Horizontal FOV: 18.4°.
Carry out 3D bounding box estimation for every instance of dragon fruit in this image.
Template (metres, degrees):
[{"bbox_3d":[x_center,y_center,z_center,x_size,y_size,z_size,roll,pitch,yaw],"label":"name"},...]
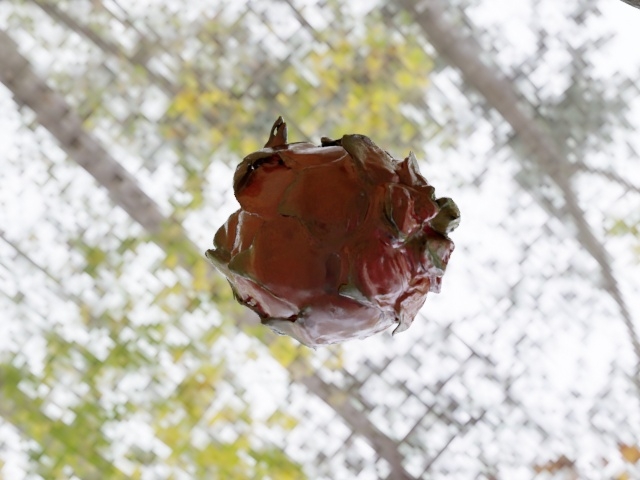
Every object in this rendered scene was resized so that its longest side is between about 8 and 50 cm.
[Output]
[{"bbox_3d":[0.000,0.000,1.813,0.274,0.192,0.193,-8,-145,25],"label":"dragon fruit"}]

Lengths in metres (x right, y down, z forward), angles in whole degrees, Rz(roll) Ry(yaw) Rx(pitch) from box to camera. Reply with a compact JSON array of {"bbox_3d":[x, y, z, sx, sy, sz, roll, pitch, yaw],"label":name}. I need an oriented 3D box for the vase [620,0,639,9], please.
[{"bbox_3d":[0.171,-0.183,0.813,0.120,0.120,0.183,51,-51,53],"label":"vase"}]
